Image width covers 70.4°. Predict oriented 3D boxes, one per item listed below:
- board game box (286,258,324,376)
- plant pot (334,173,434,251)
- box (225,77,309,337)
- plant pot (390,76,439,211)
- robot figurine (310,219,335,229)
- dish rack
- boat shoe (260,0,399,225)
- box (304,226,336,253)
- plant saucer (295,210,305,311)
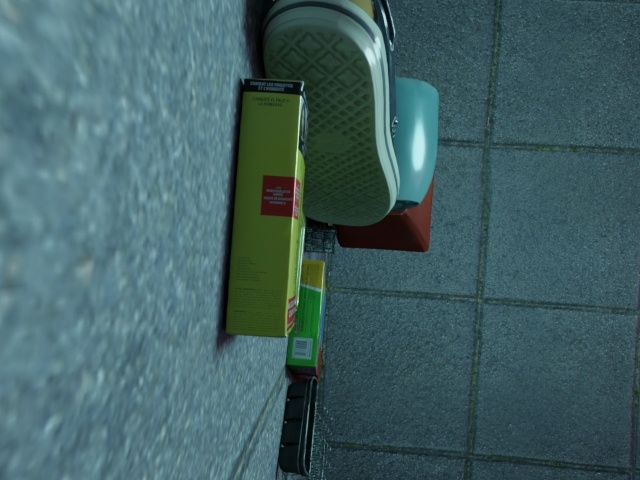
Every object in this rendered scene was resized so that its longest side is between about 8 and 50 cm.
[{"bbox_3d":[-0.029,0.215,1.136,0.316,0.064,0.242,87,7,-67],"label":"board game box"},{"bbox_3d":[0.164,-0.129,1.247,0.236,0.267,0.267,40,55,-69],"label":"plant pot"},{"bbox_3d":[-0.048,-0.029,0.443,0.087,0.058,0.232,66,28,-86],"label":"box"},{"bbox_3d":[0.120,-0.186,1.007,0.293,0.293,0.235,61,26,-85],"label":"plant pot"},{"bbox_3d":[0.018,-0.146,1.374,0.211,0.085,0.291,-69,163,-77],"label":"robot figurine"},{"bbox_3d":[-0.020,0.470,1.059,0.271,0.074,0.208,67,22,-43],"label":"dish rack"},{"bbox_3d":[0.030,-0.163,0.664,0.500,0.186,0.156,76,23,-64],"label":"boat shoe"},{"bbox_3d":[0.000,0.000,1.222,0.018,0.083,0.067,24,69,-87],"label":"box"},{"bbox_3d":[-0.051,0.019,0.600,0.188,0.045,0.188,81,13,-76],"label":"plant saucer"}]
